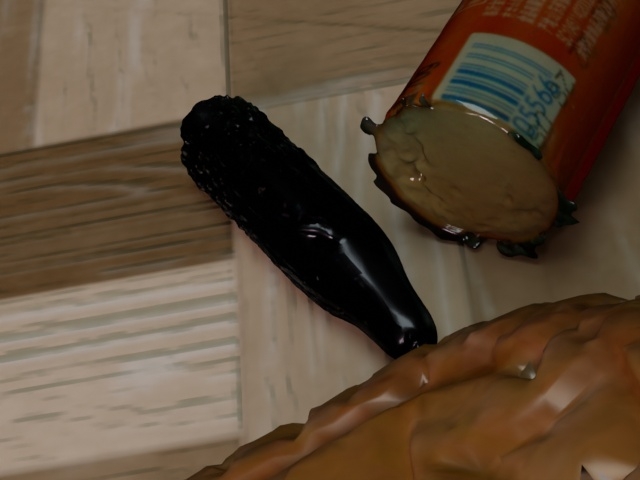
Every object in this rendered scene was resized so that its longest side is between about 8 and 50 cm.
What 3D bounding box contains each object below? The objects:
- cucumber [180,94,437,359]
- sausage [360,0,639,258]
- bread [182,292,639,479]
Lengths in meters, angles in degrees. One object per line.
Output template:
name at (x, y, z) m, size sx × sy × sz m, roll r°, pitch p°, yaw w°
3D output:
cucumber at (0.000, 0.000, 0.620) m, size 0.043 × 0.039 × 0.163 m, roll -46°, pitch 48°, yaw -1°
sausage at (0.108, -0.108, 0.673) m, size 0.083 × 0.083 × 0.264 m, roll 13°, pitch 50°, yaw 25°
bread at (0.038, 0.114, 0.384) m, size 0.274 × 0.149 × 0.274 m, roll -23°, pitch 26°, yaw 12°
